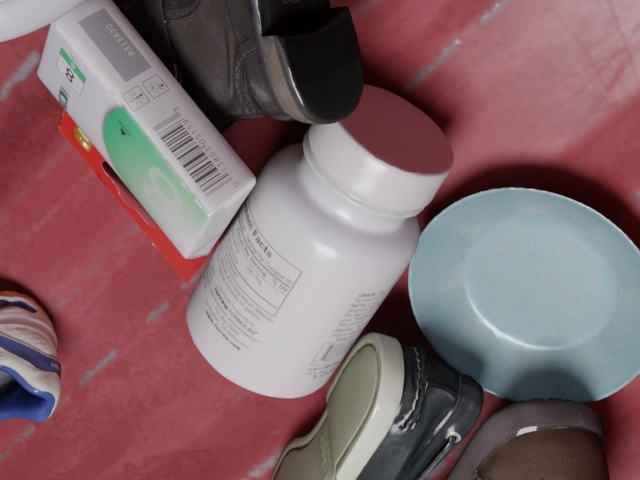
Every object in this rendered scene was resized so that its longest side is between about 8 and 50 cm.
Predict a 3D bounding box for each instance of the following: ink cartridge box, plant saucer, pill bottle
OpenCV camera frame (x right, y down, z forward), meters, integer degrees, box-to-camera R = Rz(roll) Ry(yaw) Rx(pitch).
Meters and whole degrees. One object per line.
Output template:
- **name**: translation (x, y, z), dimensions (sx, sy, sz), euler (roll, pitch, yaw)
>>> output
- **ink cartridge box**: translation (-0.148, -0.058, 1.043), dimensions (0.181, 0.056, 0.224), euler (50, 150, 5)
- **plant saucer**: translation (0.164, 0.038, 1.044), dimensions (0.195, 0.037, 0.195), euler (12, 124, 18)
- **pill bottle**: translation (0.000, 0.000, 1.034), dimensions (0.131, 0.131, 0.229), euler (34, 123, 2)

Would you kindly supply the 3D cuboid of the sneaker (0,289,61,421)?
- **sneaker**: translation (-0.373, 0.130, 1.193), dimensions (0.296, 0.131, 0.112), euler (-15, 132, -14)

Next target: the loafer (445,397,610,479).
- **loafer**: translation (0.132, 0.284, 1.114), dimensions (0.134, 0.130, 0.366), euler (4, 133, -12)

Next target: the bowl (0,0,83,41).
- **bowl**: translation (-0.240, -0.239, 0.943), dimensions (0.298, 0.298, 0.134), euler (17, 156, 14)

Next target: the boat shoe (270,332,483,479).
- **boat shoe**: translation (0.037, 0.202, 1.156), dimensions (0.113, 0.127, 0.340), euler (12, 133, -16)

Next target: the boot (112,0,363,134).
- **boot**: translation (-0.086, -0.182, 0.971), dimensions (0.229, 0.091, 0.263), euler (1, 104, 49)
